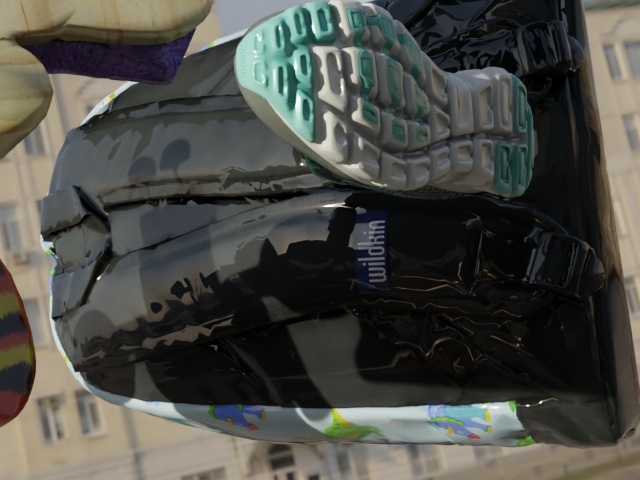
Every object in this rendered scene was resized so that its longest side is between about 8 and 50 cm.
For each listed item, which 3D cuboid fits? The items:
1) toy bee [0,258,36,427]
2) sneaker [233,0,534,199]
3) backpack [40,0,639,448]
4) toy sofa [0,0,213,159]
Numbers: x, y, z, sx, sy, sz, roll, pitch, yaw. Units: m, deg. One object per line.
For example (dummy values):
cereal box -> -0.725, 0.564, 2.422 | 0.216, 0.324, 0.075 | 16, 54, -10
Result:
toy bee -> -0.249, -0.029, 0.564 | 0.195, 0.162, 0.298 | -14, -37, 25
sneaker -> 0.014, -0.042, 0.492 | 0.076, 0.065, 0.166 | -7, -14, 35
backpack -> 0.000, 0.000, 0.800 | 0.355, 0.290, 0.273 | -9, -12, 13
toy sofa -> -0.177, -0.193, 0.449 | 0.177, 0.363, 0.150 | -13, -3, -29
